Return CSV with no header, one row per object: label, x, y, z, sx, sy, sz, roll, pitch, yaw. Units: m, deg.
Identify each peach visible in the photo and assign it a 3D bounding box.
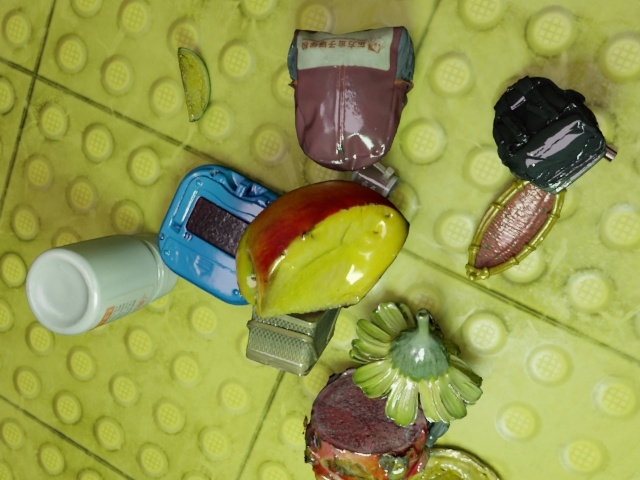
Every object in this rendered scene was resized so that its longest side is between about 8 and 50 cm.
peach,0.000,0.000,1.410,0.242,0.380,0.306,50,137,46

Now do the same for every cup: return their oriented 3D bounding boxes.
cup,0.125,-0.144,1.468,0.099,0.102,0.074,33,89,13

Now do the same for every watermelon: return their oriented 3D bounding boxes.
watermelon,-0.336,-0.395,1.591,0.075,0.092,0.182,0,107,32

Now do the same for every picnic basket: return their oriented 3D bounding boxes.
picnic basket,-0.058,0.189,1.498,0.165,0.266,0.139,15,112,14

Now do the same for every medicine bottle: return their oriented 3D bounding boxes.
medicine bottle,-0.533,0.094,1.580,0.211,0.371,0.211,2,98,17

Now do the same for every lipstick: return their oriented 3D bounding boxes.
lipstick,0.559,-0.229,1.353,0.176,0.027,0.027,38,108,11

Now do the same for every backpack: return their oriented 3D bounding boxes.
backpack,0.067,-0.312,1.405,0.283,0.197,0.318,1,88,16
backpack,0.453,-0.237,1.300,0.206,0.133,0.258,-39,41,21

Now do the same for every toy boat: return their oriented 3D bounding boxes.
toy boat,0.435,-0.040,1.386,0.141,0.099,0.318,37,105,10

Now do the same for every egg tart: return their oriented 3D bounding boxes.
egg tart,0.302,0.677,1.521,0.341,0.132,0.342,2,97,18

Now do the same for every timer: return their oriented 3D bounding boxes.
timer,-0.243,-0.015,1.596,0.340,0.115,0.309,28,99,11

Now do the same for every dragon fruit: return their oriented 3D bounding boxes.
dragon fruit,0.115,0.494,1.489,0.296,0.314,0.263,10,119,19

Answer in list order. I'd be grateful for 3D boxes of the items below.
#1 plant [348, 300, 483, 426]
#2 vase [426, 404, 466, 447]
plant,0.221,0.233,1.411,0.305,0.261,0.297,8,113,13
vase,0.306,0.417,1.516,0.060,0.060,0.211,33,106,11
